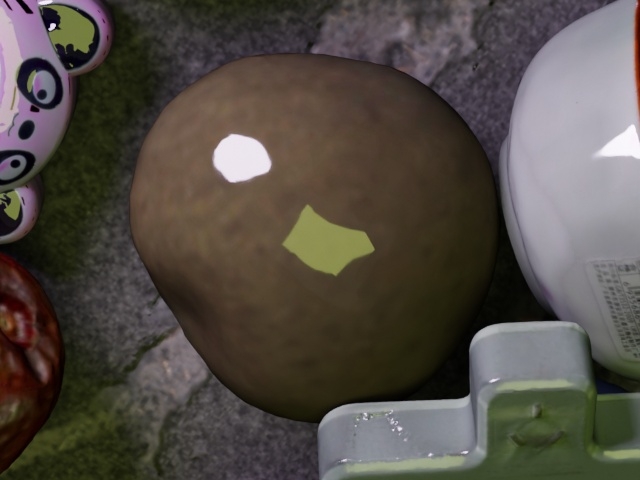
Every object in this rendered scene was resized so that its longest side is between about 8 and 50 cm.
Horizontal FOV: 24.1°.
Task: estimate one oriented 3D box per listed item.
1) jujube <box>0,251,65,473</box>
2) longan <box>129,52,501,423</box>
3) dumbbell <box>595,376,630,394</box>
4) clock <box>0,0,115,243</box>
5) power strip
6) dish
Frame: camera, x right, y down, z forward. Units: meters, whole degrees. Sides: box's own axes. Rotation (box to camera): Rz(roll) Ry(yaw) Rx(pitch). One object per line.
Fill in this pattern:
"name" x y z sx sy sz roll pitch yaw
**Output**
"jujube" -0.294 0.105 1.018 0.243 0.183 0.183 -26 108 27
"longan" 0.000 0.000 0.977 0.246 0.215 0.246 1 92 15
"dumbbell" 0.275 0.210 1.096 0.316 0.156 0.144 22 77 -9
"clock" -0.278 -0.120 0.994 0.248 0.090 0.228 23 106 -11
"power strip" 0.129 0.130 0.927 0.265 0.059 0.194 -3 134 3
"dish" 0.194 -0.024 0.974 0.117 0.256 0.256 -16 110 26
